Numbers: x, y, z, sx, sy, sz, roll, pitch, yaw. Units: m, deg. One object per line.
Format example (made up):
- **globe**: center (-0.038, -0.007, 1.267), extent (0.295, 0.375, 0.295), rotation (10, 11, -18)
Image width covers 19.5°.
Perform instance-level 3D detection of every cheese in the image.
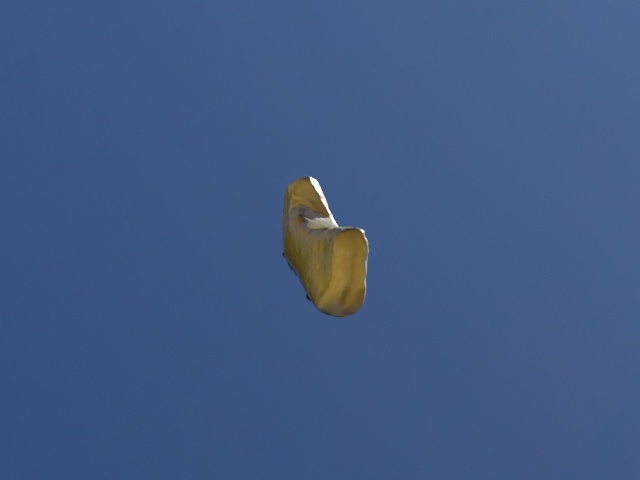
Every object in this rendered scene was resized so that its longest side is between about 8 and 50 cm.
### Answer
- **cheese**: center (0.000, 0.000, 0.849), extent (0.030, 0.083, 0.044), rotation (5, -64, -19)
